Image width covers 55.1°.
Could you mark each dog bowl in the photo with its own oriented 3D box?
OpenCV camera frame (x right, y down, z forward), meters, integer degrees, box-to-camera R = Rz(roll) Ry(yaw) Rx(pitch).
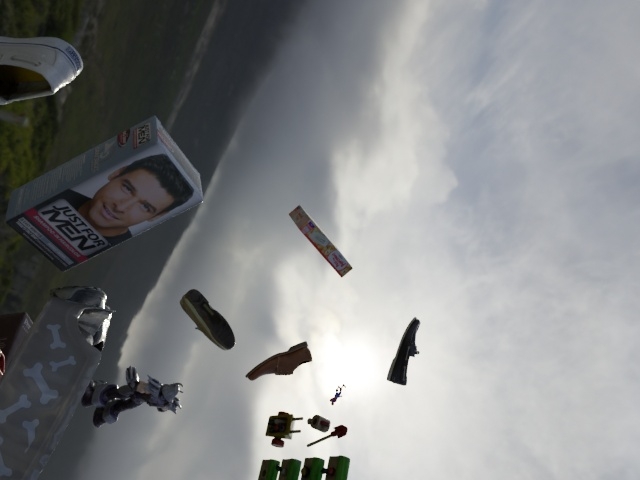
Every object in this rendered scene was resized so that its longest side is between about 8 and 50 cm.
[{"bbox_3d":[-0.439,0.241,0.922,0.349,0.102,0.349,-49,-159,26],"label":"dog bowl"}]

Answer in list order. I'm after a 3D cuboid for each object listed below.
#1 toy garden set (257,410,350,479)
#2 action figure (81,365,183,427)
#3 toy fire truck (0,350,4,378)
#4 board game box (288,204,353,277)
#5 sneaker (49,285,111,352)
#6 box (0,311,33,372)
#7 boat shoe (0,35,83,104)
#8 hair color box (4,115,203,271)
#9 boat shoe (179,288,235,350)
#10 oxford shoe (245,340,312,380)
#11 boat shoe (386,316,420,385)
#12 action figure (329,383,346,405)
[{"bbox_3d":[-0.045,0.412,1.149,0.244,0.049,0.204,-24,-137,44],"label":"toy garden set"},{"bbox_3d":[-0.489,0.407,1.622,0.285,0.185,0.099,-14,-145,16],"label":"action figure"},{"bbox_3d":[-0.657,0.201,1.064,0.192,0.135,0.047,80,-6,-56],"label":"toy fire truck"},{"bbox_3d":[0.000,0.000,1.706,0.045,0.193,0.147,-40,-158,1],"label":"board game box"},{"bbox_3d":[-0.495,0.168,1.293,0.267,0.101,0.106,99,-13,-68],"label":"sneaker"},{"bbox_3d":[-0.801,0.381,1.503,0.381,0.143,0.191,-97,178,-48],"label":"box"},{"bbox_3d":[-0.706,-0.351,1.346,0.136,0.367,0.156,73,30,-47],"label":"boat shoe"},{"bbox_3d":[-0.471,-0.097,1.356,0.374,0.185,0.114,-26,-136,7],"label":"hair color box"},{"bbox_3d":[-0.302,0.219,1.629,0.072,0.190,0.068,-40,175,34],"label":"boat shoe"},{"bbox_3d":[-0.121,0.378,1.842,0.076,0.212,0.076,64,-14,15],"label":"oxford shoe"},{"bbox_3d":[0.261,0.328,1.806,0.206,0.065,0.075,-67,159,-5],"label":"boat shoe"},{"bbox_3d":[0.060,0.570,2.247,0.030,0.038,0.115,53,-43,29],"label":"action figure"}]
